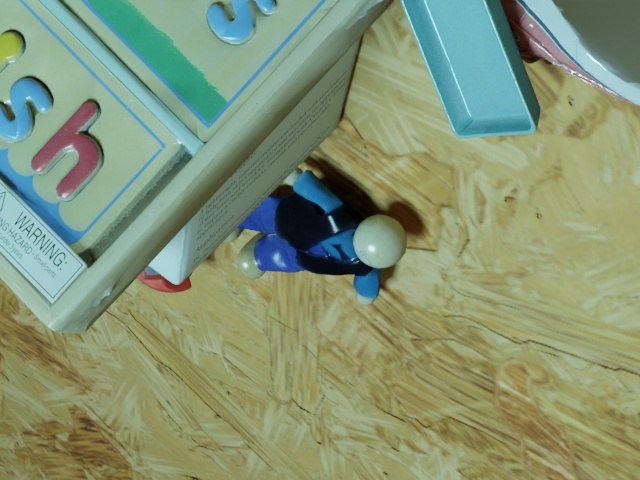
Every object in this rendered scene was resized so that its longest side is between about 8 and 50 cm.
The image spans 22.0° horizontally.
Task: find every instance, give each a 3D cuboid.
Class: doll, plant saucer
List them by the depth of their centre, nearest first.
[{"bbox_3d":[0.064,-0.144,0.878,0.067,0.018,0.192,1,118,54],"label":"plant saucer"},{"bbox_3d":[0.000,0.000,1.204,0.189,0.046,0.129,-1,129,54],"label":"doll"}]

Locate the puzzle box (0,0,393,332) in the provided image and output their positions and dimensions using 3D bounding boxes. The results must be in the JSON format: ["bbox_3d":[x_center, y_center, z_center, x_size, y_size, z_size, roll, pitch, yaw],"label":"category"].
[{"bbox_3d":[-0.189,-0.181,0.958,0.409,0.272,0.052,44,-174,12],"label":"puzzle box"}]

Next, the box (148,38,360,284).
[{"bbox_3d":[-0.101,-0.104,1.060,0.182,0.181,0.119,36,148,13],"label":"box"}]

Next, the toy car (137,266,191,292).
[{"bbox_3d":[-0.172,-0.074,1.274,0.225,0.053,0.239,49,154,11],"label":"toy car"}]

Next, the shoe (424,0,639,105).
[{"bbox_3d":[0.122,-0.123,0.900,0.178,0.063,0.081,43,151,11],"label":"shoe"}]
